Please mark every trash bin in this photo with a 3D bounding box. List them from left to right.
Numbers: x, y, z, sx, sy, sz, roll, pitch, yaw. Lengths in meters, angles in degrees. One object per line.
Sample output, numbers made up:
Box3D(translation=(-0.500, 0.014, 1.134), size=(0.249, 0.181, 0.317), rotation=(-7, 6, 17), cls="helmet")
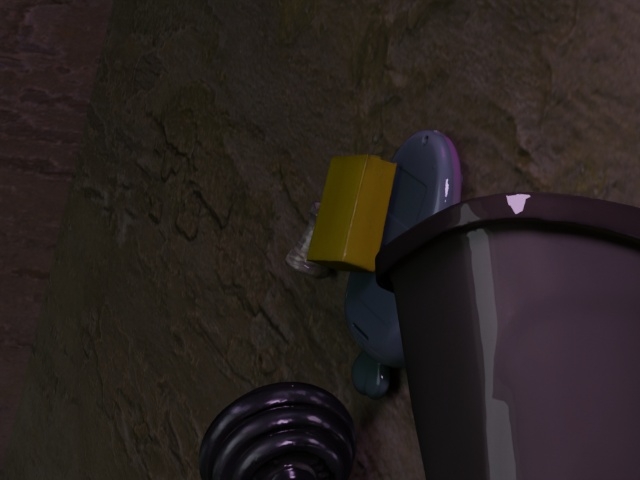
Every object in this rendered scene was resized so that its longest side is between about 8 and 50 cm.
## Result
Box3D(translation=(0.172, 0.117, 1.256), size=(0.220, 0.219, 0.250), rotation=(141, 128, -62), cls="trash bin")

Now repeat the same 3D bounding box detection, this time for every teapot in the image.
Box3D(translation=(0.000, 0.000, 1.955), size=(0.067, 0.057, 0.083), rotation=(25, 103, 29), cls="teapot")

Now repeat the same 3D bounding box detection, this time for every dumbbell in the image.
Box3D(translation=(-0.012, 0.302, 1.678), size=(0.406, 0.179, 0.179), rotation=(-115, 40, -55), cls="dumbbell")

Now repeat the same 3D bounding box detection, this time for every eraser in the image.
Box3D(translation=(0.034, -0.030, 1.775), size=(0.097, 0.045, 0.122), rotation=(-1, 74, 67), cls="eraser")

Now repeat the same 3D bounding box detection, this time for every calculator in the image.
Box3D(translation=(0.082, 0.028, 1.741), size=(0.185, 0.041, 0.298), rotation=(-135, 59, -64), cls="calculator")
